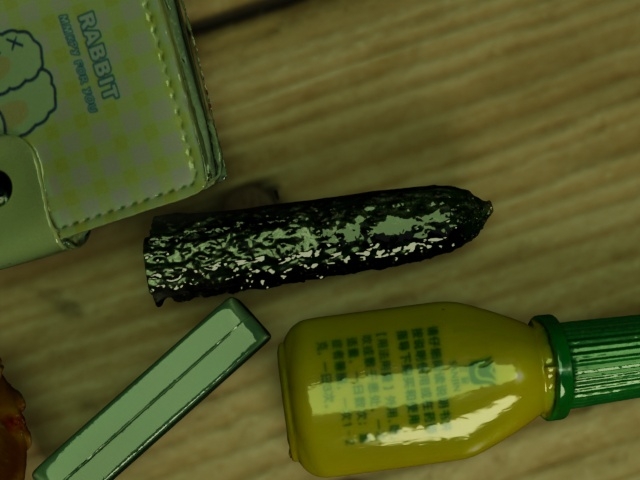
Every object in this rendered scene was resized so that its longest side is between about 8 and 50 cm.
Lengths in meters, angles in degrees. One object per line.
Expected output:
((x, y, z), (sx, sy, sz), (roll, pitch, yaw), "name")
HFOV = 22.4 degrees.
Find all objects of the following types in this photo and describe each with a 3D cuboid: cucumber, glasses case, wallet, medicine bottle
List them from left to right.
((-0.235, -0.091, 1.143), (0.309, 0.077, 0.223), (-17, 90, 13), "wallet")
((-0.115, 0.113, 1.123), (0.184, 0.078, 0.039), (-42, 87, -2), "glasses case")
((-0.001, 0.000, 1.139), (0.245, 0.067, 0.067), (-7, 83, -3), "cucumber")
((0.125, 0.092, 1.116), (0.309, 0.076, 0.111), (-7, 85, 2), "medicine bottle")

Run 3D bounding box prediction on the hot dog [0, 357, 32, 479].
((-0.289, 0.137, 1.089), (0.256, 0.153, 0.150), (50, 117, 20), "hot dog")
